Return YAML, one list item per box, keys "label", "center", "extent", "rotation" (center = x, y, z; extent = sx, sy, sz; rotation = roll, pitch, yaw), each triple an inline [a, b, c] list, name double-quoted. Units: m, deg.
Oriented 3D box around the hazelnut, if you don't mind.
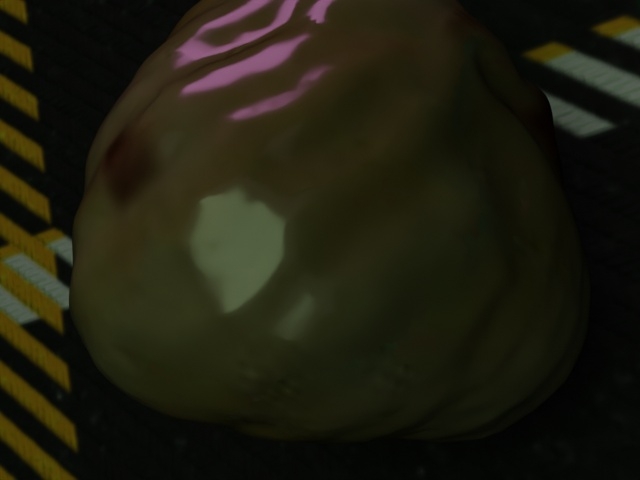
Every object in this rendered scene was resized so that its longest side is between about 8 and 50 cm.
- label: "hazelnut"
  center: [0.000, 0.000, 0.498]
  extent: [0.241, 0.261, 0.261]
  rotation: [-32, 65, 44]
